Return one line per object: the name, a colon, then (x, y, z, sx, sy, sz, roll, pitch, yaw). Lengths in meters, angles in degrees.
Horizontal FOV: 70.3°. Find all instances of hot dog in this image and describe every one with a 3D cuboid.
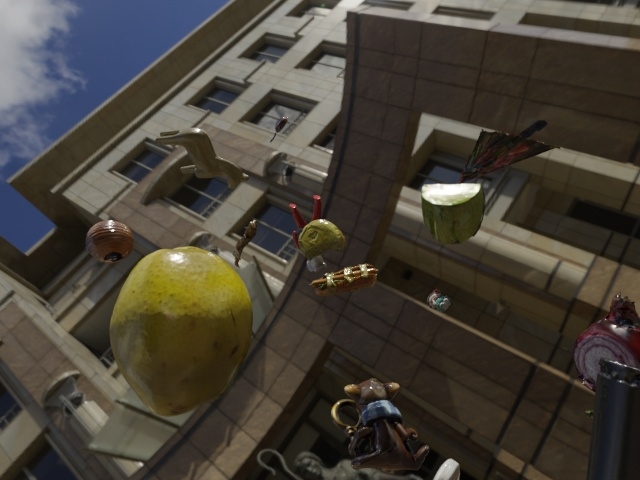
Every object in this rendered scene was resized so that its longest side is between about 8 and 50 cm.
hot dog: (0.090, 0.149, 1.709, 0.109, 0.270, 0.072, -92, -13, -59)

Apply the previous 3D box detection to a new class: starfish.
starfish: (-0.247, 0.006, 1.460, 0.247, 0.050, 0.138, 125, 170, -76)

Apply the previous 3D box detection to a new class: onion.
onion: (0.577, 0.196, 0.846, 0.136, 0.173, 0.198, 4, -87, -29)

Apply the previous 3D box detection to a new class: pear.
pear: (-0.348, 0.220, 1.172, 0.362, 0.363, 0.418, 1, -100, -57)

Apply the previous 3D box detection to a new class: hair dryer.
hair dryer: (0.496, 0.279, 0.614, 0.089, 0.252, 0.197, 102, 178, -86)

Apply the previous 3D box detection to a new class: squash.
squash: (0.379, -0.076, 1.340, 0.085, 0.192, 0.184, -13, -78, -57)

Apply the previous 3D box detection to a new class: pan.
pan: (-0.159, -0.409, 1.666, 0.023, 0.068, 0.115, 32, -69, -22)

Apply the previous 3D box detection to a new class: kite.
kite: (0.398, -0.184, 1.002, 0.321, 0.016, 0.234, -1, -28, -38)

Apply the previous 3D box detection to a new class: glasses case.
glasses case: (0.278, 0.561, 1.024, 0.074, 0.049, 0.193, -38, -42, -35)

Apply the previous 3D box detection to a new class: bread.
bread: (0.000, -0.010, 1.541, 0.086, 0.156, 0.125, 44, -148, -68)

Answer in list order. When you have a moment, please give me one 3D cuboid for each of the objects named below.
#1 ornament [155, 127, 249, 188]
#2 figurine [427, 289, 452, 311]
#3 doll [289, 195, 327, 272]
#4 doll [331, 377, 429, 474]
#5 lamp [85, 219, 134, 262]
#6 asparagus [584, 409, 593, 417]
ornament: (-0.365, -0.253, 1.446, 0.230, 0.245, 0.061, 71, -152, -42)
figurine: (0.343, 0.173, 1.306, 0.106, 0.047, 0.059, -174, 107, -81)
doll: (-0.040, -0.014, 2.140, 0.189, 0.099, 0.383, -19, -63, -21)
doll: (0.210, 0.693, 1.685, 0.318, 0.339, 0.209, -15, -34, 0)
lamp: (-0.645, 0.003, 1.396, 0.136, 0.136, 0.136, -36, -41, -39)
asparagus: (0.701, 0.425, 1.146, 0.233, 0.022, 0.023, 66, -153, -59)
